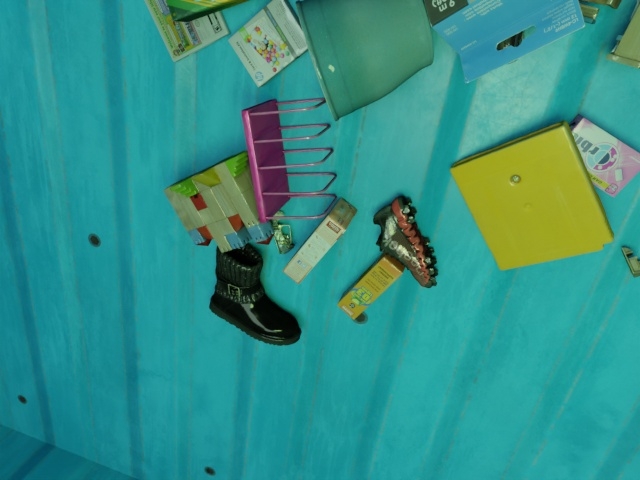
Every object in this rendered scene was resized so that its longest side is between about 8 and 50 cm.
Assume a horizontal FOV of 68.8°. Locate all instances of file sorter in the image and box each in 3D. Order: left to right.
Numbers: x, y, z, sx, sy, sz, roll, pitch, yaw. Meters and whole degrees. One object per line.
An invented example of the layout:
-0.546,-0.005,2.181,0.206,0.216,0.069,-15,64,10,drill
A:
-0.064,-0.218,1.237,0.182,0.202,0.291,0,113,16,file sorter

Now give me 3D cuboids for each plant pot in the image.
0.110,-0.443,1.056,0.254,0.272,0.272,-17,108,9,plant pot

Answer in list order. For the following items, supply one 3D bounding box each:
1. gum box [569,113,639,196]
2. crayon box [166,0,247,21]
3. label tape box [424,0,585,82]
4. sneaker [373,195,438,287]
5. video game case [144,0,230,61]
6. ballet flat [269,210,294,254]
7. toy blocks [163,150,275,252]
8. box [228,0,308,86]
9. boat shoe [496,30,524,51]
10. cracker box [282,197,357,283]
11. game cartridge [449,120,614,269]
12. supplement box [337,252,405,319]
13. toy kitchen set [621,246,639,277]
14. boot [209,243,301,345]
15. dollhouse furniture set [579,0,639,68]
0.640,-0.202,1.092,0.188,0.062,0.107,34,119,2,gum box
-0.240,-0.685,1.133,0.322,0.083,0.203,-11,110,15,crayon box
0.332,-0.532,0.920,0.249,0.115,0.348,-16,86,43,label tape box
0.233,0.017,1.306,0.135,0.098,0.276,-22,103,25,sneaker
-0.367,-0.621,1.254,0.193,0.023,0.213,-16,109,23,video game case
-0.129,-0.050,1.422,0.070,0.070,0.189,-13,111,23,ballet flat
-0.285,-0.088,1.378,0.381,0.191,0.261,-14,110,37,toy blocks
-0.129,-0.516,1.216,0.186,0.038,0.145,-27,102,28,box
0.389,-0.527,1.010,0.102,0.092,0.286,-7,111,21,boat shoe
0.000,0.000,1.340,0.067,0.156,0.232,39,120,-2,cracker box
0.517,-0.093,1.153,0.285,0.053,0.324,-18,110,41,game cartridge
0.151,0.132,1.396,0.078,0.080,0.233,40,121,0,supplement box
0.798,0.041,1.153,0.075,0.083,0.068,-23,63,25,toy kitchen set
-0.199,0.169,1.496,0.347,0.131,0.260,23,118,8,boot
0.611,-0.450,0.974,0.183,0.128,0.130,33,123,29,dollhouse furniture set
